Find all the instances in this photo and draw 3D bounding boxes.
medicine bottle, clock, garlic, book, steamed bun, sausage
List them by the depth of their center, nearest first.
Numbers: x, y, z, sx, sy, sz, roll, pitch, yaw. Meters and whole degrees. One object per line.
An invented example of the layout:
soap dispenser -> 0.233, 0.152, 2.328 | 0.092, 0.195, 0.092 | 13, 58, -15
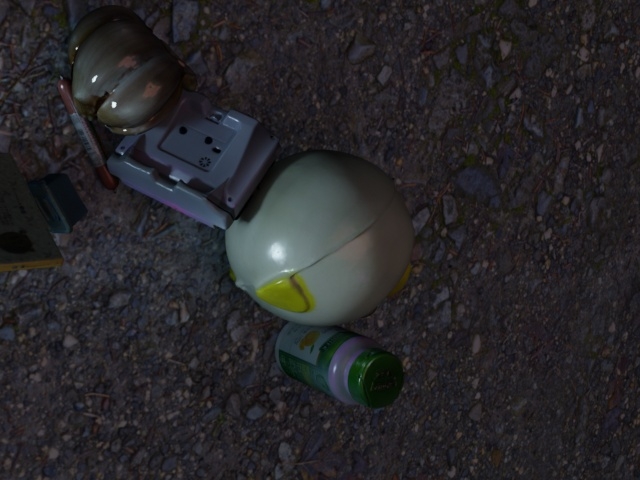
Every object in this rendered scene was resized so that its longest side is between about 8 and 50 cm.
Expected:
book -> -0.595, -0.038, 1.450 | 0.389, 0.269, 0.032 | -6, 134, -36
garlic -> -0.318, -0.280, 1.611 | 0.191, 0.160, 0.214 | -37, 95, -17
sausage -> -0.389, -0.177, 1.694 | 0.029, 0.029, 0.223 | -33, 116, -26
clock -> -0.215, -0.146, 1.698 | 0.186, 0.253, 0.083 | -59, 165, -25
steamed bun -> -0.004, -0.005, 1.787 | 0.334, 0.374, 0.333 | -2, 96, -15
medicine bottle -> 0.037, 0.234, 1.924 | 0.134, 0.274, 0.133 | -8, 104, -35

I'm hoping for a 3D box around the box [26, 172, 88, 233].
box -> -0.433, -0.065, 1.662 | 0.054, 0.074, 0.099 | -44, 121, -33
